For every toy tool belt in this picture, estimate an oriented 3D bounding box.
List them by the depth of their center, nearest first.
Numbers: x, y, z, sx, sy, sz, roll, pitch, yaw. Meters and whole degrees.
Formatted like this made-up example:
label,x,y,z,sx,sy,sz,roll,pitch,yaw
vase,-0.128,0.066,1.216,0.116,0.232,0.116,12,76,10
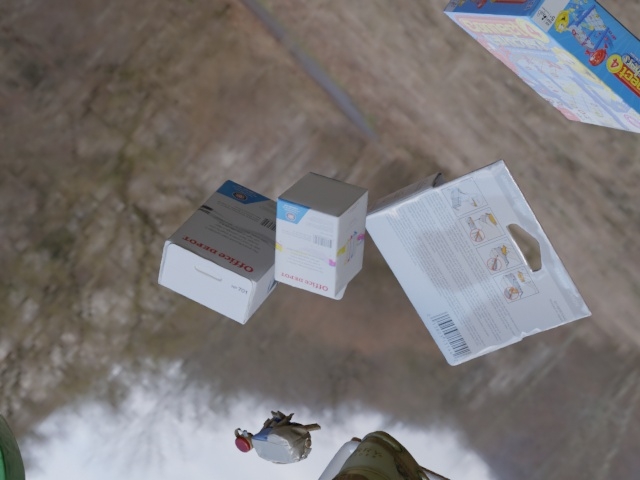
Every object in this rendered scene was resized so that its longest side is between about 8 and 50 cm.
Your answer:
label,x,y,z,sx,sy,sz,roll,pitch,yaw
toy tool belt,-0.043,0.200,1.390,0.083,0.051,0.052,0,119,42

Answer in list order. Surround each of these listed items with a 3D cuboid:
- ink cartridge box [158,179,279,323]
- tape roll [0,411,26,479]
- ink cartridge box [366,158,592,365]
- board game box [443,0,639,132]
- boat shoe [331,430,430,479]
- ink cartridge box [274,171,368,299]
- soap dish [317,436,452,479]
label,x,y,z,sx,sy,sz,roll,pitch,yaw
ink cartridge box,-0.117,0.012,1.883,0.139,0.082,0.191,25,-142,11
tape roll,-0.478,0.280,1.448,0.321,0.321,0.077,44,173,15
ink cartridge box,0.248,0.028,2.130,0.296,0.261,0.066,58,-150,-16
board game box,0.381,-0.295,2.115,0.302,0.086,0.308,36,177,-21
boat shoe,0.114,0.285,1.136,0.285,0.104,0.089,55,-141,-13
ink cartridge box,0.000,0.000,1.794,0.092,0.143,0.090,18,-145,22
soap dish,0.061,0.432,1.841,0.229,0.291,0.118,18,152,38
